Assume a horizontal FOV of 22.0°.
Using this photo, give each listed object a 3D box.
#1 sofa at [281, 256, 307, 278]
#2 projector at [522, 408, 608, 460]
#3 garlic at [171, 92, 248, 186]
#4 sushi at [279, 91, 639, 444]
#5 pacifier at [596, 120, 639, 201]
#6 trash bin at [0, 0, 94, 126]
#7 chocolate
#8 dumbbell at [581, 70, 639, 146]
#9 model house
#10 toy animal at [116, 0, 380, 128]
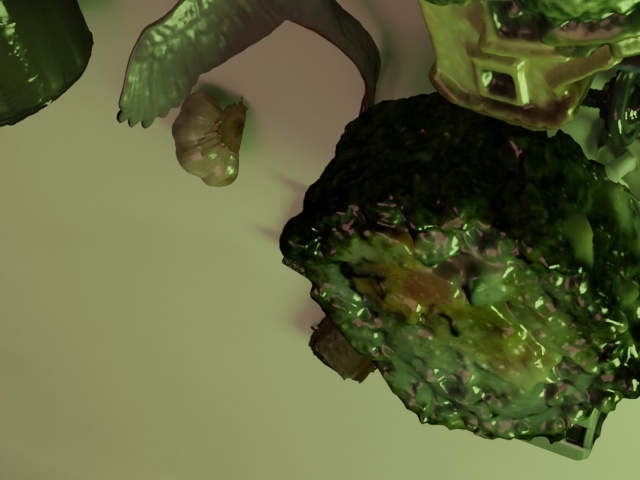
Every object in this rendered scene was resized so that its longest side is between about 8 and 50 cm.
[{"bbox_3d":[0.000,0.000,1.921,0.060,0.039,0.118,32,145,0],"label":"sofa"},{"bbox_3d":[0.240,0.117,1.836,0.192,0.099,0.257,20,142,18],"label":"projector"},{"bbox_3d":[-0.129,-0.112,1.851,0.094,0.074,0.113,8,115,55],"label":"garlic"},{"bbox_3d":[0.162,0.029,1.564,0.294,0.178,0.352,-15,127,39],"label":"sushi"},{"bbox_3d":[0.286,-0.074,1.592,0.081,0.078,0.099,44,150,20],"label":"pacifier"},{"bbox_3d":[-0.372,-0.289,1.711,0.252,0.203,0.301,-15,132,5],"label":"trash bin"},{"bbox_3d":[0.069,0.084,1.951,0.102,0.065,0.329,32,146,-2],"label":"chocolate"},{"bbox_3d":[0.333,-0.117,1.501,0.254,0.081,0.082,12,140,26],"label":"dumbbell"},{"bbox_3d":[0.224,-0.191,1.343,0.321,0.261,0.266,15,144,32],"label":"model house"},{"bbox_3d":[-0.020,-0.214,1.576,0.284,0.225,0.302,22,150,-17],"label":"toy animal"}]
